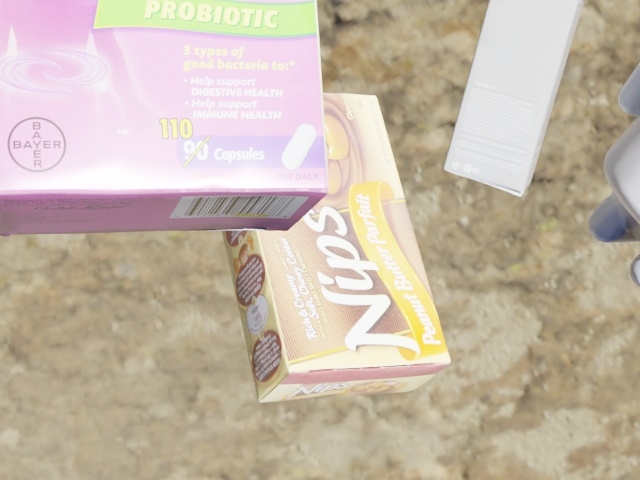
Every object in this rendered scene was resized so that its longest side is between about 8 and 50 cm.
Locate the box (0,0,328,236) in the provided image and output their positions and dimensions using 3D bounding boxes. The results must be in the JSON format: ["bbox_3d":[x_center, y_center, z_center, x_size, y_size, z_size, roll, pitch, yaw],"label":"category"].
[{"bbox_3d":[-0.117,-0.133,0.859,0.213,0.243,0.117,0,167,-15],"label":"box"}]

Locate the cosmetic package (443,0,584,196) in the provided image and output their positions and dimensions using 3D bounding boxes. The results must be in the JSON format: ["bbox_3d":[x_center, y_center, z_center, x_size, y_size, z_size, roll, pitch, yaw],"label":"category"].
[{"bbox_3d":[0.220,-0.184,1.449,0.107,0.127,0.238,20,107,10],"label":"cosmetic package"}]

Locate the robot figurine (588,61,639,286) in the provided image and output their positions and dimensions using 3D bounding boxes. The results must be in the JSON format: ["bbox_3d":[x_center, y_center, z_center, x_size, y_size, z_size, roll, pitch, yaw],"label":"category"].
[{"bbox_3d":[0.441,-0.103,1.356,0.200,0.300,0.353,-6,141,-53],"label":"robot figurine"}]

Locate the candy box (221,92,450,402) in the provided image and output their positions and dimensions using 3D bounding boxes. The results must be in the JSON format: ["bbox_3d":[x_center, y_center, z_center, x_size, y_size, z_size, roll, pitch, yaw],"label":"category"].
[{"bbox_3d":[0.000,0.000,1.320,0.183,0.316,0.087,-1,154,-28],"label":"candy box"}]
